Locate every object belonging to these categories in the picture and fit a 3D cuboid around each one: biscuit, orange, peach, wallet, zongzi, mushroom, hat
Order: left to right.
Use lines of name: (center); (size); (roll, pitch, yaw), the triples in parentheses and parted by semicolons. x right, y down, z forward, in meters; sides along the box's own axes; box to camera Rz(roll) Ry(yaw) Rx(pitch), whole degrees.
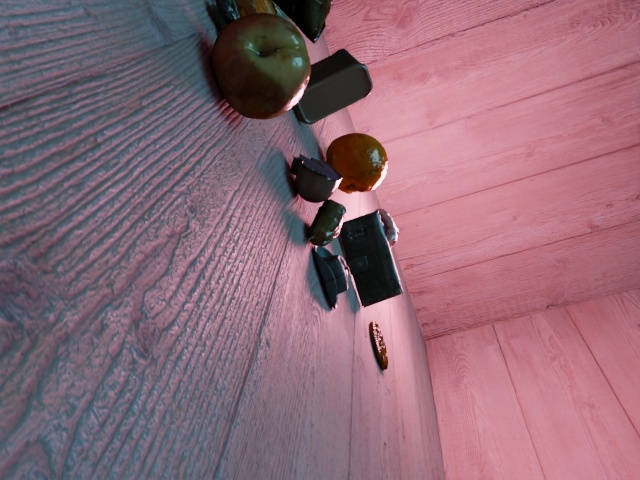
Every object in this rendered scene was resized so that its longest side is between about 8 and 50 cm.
peach: (-0.122, -0.353, 1.295); (0.235, 0.214, 0.214); (100, -22, -75)
zongzi: (-0.080, -0.808, 1.833); (0.383, 0.319, 0.362); (31, 14, 10)
mushroom: (-0.018, -0.165, 1.704); (0.188, 0.141, 0.117); (-38, 145, -76)
zongzi: (0.000, 0.000, 1.727); (0.178, 0.081, 0.189); (109, 6, -45)
hat: (0.045, 0.096, 1.716); (0.138, 0.078, 0.191); (-69, 141, -71)
orange: (0.136, -0.289, 2.299); (0.240, 0.240, 0.240); (-16, 90, -79)
wallet: (0.178, 0.068, 2.177); (0.044, 0.169, 0.317); (-162, -126, -76)
biscuit: (0.221, 0.391, 2.277); (0.188, 0.027, 0.187); (-17, 90, -79)

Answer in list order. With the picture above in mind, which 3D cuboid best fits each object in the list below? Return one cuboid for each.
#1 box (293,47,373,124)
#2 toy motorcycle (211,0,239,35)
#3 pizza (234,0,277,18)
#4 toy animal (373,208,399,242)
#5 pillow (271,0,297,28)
box: (0.021, -0.524, 2.060); (0.178, 0.274, 0.138); (-114, 179, -48)
toy motorcycle: (-0.193, -0.478, 1.415); (0.106, 0.074, 0.190); (-105, 173, -61)
pizza: (-0.194, -0.645, 1.584); (0.392, 0.080, 0.435); (-87, 155, -64)
toy animal: (0.196, -0.015, 2.322); (0.156, 0.204, 0.208); (56, -6, 12)
pillow: (-0.139, -0.746, 2.016); (0.274, 0.076, 0.280); (-4, 78, -76)
